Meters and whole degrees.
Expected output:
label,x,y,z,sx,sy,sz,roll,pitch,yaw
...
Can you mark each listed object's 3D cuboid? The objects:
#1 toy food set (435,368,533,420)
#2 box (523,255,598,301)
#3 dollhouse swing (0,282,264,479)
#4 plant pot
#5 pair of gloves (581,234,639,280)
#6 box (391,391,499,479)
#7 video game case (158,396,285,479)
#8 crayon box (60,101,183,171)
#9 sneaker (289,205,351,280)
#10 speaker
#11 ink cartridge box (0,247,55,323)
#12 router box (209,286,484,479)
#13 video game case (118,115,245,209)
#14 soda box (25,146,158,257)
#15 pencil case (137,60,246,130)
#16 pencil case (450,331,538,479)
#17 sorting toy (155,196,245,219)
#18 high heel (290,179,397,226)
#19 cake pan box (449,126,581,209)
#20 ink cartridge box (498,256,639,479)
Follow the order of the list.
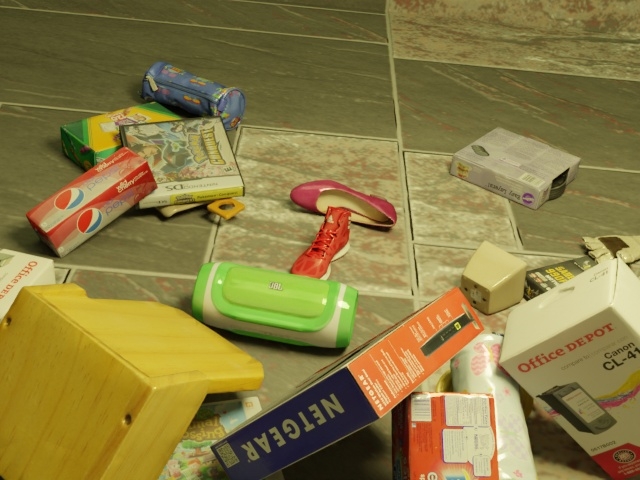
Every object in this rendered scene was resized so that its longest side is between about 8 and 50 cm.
label,x,y,z,sx,sy,sz,roll,pitch,yaw
toy food set,0.293,0.279,1.526,0.218,0.071,0.128,-8,59,-18
box,0.548,0.129,1.798,0.183,0.056,0.231,-12,37,-25
dollhouse swing,-0.322,0.257,1.418,0.347,0.315,0.305,27,-4,34
plant pot,0.344,0.085,1.795,0.096,0.109,0.109,-35,50,-29
pair of gloves,0.718,0.054,1.955,0.204,0.042,0.240,-5,35,-16
box,0.173,0.346,1.229,0.128,0.122,0.256,2,72,-7
video game case,-0.181,0.332,1.395,0.212,0.023,0.193,-5,34,-16
crayon box,-0.482,-0.253,2.193,0.278,0.081,0.165,-23,44,-37
sneaker,0.000,0.000,1.839,0.087,0.128,0.221,16,34,15
speaker,-0.084,0.120,1.646,0.297,0.131,0.131,10,33,6
ink cartridge box,-0.646,0.101,1.590,0.273,0.114,0.198,11,33,8
router box,0.042,0.221,1.310,0.301,0.335,0.082,-26,82,-50
video game case,-0.325,-0.188,2.038,0.248,0.035,0.275,-8,47,-15
soda box,-0.479,-0.085,1.857,0.263,0.083,0.092,-41,51,-23
pencil case,-0.354,-0.399,2.401,0.306,0.119,0.133,23,8,25
pencil case,0.275,0.285,1.396,0.124,0.113,0.273,20,48,-21
sorting toy,-0.317,-0.119,2.049,0.196,0.047,0.348,-24,44,-32
high heel,0.054,-0.076,2.011,0.244,0.082,0.117,13,21,-13
cake pan box,0.511,-0.192,2.278,0.267,0.070,0.246,26,40,28
ink cartridge box,0.465,0.209,1.382,0.306,0.226,0.131,43,38,-13
